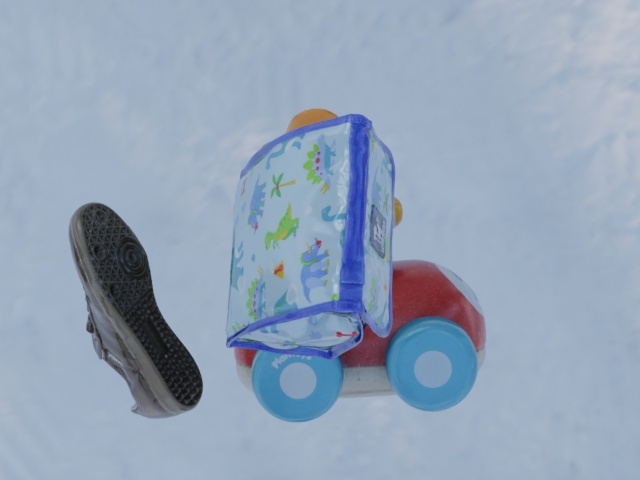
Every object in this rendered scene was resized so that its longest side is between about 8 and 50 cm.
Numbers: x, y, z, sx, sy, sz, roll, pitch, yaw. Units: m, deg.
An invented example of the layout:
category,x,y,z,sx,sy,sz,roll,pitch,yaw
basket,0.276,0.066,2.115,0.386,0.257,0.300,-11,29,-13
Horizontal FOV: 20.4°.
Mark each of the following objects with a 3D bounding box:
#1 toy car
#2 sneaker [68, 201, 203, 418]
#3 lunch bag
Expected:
category,x,y,z,sx,sy,sz,roll,pitch,yaw
toy car,0.027,0.008,1.473,0.210,0.219,0.238,-4,97,1
sneaker,-0.167,0.063,1.446,0.066,0.071,0.188,-34,101,-52
lunch bag,0.000,0.000,1.138,0.096,0.151,0.129,6,74,-14
